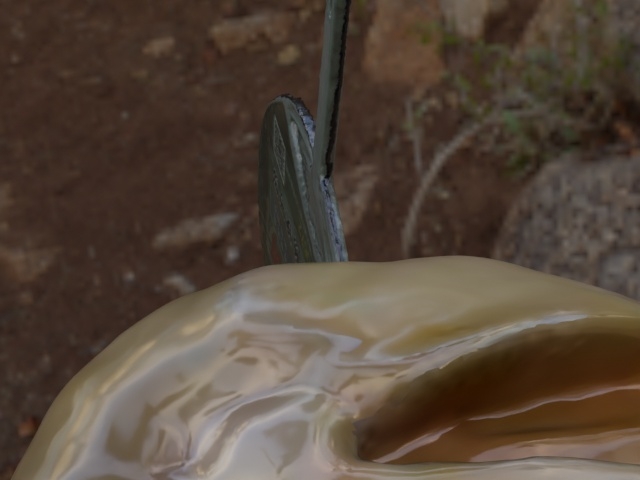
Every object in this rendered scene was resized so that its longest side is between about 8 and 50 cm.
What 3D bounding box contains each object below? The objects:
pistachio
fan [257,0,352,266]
[{"bbox_3d":[0.044,0.125,0.536,0.309,0.230,0.230,27,9,-33],"label":"pistachio"},{"bbox_3d":[-0.006,-0.001,0.774,0.012,0.294,0.223,-7,20,-10],"label":"fan"}]
